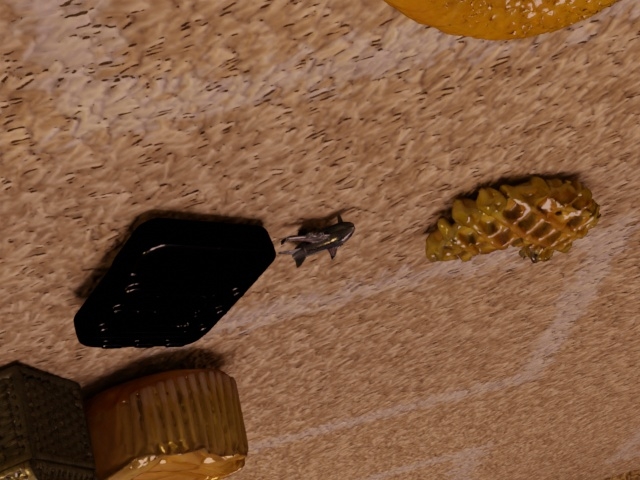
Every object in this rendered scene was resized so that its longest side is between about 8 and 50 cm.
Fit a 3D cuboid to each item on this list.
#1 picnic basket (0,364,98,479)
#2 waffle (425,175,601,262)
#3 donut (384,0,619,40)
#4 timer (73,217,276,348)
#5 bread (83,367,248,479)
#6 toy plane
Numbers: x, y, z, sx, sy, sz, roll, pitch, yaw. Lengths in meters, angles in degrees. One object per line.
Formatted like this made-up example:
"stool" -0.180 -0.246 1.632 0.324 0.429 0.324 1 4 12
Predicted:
"picnic basket" -0.372 0.255 1.128 0.196 0.154 0.134 -25 155 11
"waffle" 0.211 -0.011 1.081 0.194 0.051 0.149 -6 150 -23
"donut" 0.115 -0.216 0.549 0.278 0.108 0.277 -13 154 -7
"timer" -0.146 0.042 0.973 0.144 0.055 0.187 3 144 -39
"bread" -0.210 0.245 1.234 0.250 0.133 0.179 -31 153 29
"toy plane" 0.000 0.000 0.996 0.083 0.031 0.079 -32 150 29
